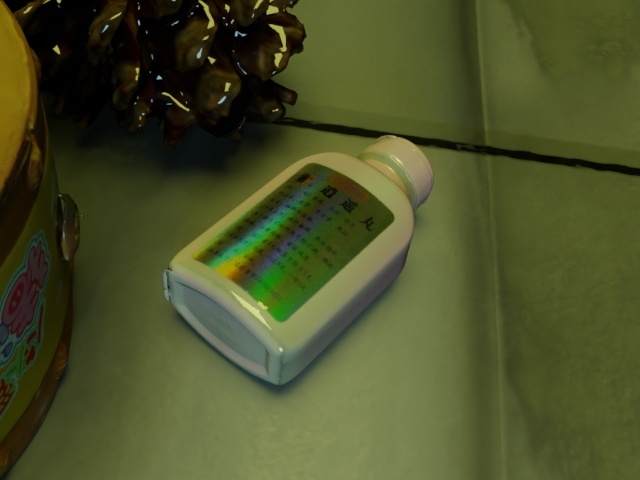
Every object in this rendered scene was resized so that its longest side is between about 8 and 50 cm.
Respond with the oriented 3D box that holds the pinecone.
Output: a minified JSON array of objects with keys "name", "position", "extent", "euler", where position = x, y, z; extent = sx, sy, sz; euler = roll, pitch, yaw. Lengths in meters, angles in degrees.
[{"name":"pinecone","position":[-0.130,-0.198,0.689],"extent":[0.257,0.243,0.243],"euler":[9,49,-17]}]

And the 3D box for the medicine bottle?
[{"name":"medicine bottle","position":[0.000,0.000,0.640],"extent":[0.115,0.078,0.219],"euler":[34,54,22]}]

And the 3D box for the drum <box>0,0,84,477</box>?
[{"name":"drum","position":[-0.362,-0.001,0.508],"extent":[0.432,0.214,0.431],"euler":[4,50,-5]}]
